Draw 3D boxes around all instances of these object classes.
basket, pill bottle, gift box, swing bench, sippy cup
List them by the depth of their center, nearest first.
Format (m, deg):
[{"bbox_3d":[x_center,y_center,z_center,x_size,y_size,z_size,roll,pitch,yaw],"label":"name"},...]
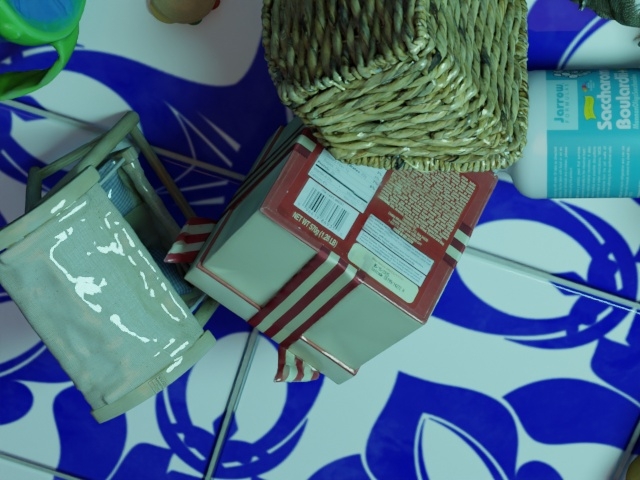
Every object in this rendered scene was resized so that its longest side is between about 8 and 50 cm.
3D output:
[{"bbox_3d":[0.078,-0.214,1.648,0.213,0.299,0.223,-20,140,29],"label":"basket"},{"bbox_3d":[-0.410,-0.308,1.722,0.224,0.240,0.306,-11,88,23],"label":"sippy cup"},{"bbox_3d":[0.000,0.000,1.749,0.255,0.276,0.258,39,150,-6],"label":"gift box"},{"bbox_3d":[0.302,-0.119,1.751,0.264,0.146,0.146,-1,114,7],"label":"pill bottle"},{"bbox_3d":[-0.240,0.027,1.824,0.165,0.255,0.253,-28,109,18],"label":"swing bench"}]

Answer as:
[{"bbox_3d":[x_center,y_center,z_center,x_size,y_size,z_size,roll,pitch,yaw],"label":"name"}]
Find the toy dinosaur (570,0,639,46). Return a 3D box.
[{"bbox_3d":[0.393,-0.284,1.681,0.313,0.121,0.160,-18,122,19],"label":"toy dinosaur"}]

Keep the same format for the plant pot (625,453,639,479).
[{"bbox_3d":[0.480,0.282,1.899,0.205,0.205,0.188,41,128,-12],"label":"plant pot"}]

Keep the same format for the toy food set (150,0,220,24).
[{"bbox_3d":[-0.157,-0.287,1.799,0.082,0.020,0.083,1,114,6],"label":"toy food set"}]
